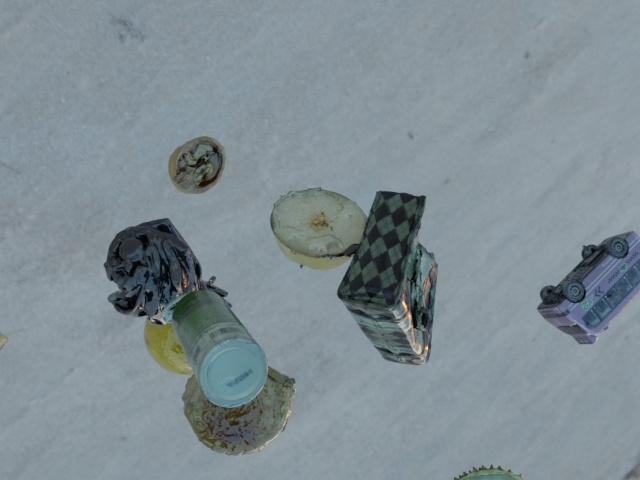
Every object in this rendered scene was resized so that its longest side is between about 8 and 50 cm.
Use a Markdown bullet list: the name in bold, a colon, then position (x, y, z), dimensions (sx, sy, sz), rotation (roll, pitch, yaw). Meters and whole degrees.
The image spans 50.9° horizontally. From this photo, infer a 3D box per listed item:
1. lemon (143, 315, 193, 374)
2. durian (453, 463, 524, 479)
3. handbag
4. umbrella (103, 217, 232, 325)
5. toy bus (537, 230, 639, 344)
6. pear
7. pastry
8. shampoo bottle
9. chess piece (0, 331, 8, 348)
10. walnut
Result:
- **lemon**: position (-0.346, 0.238, 1.765), dimensions (0.228, 0.228, 0.254), rotation (-13, 132, -33)
- **durian**: position (0.309, 0.514, 1.294), dimensions (0.252, 0.139, 0.144), rotation (-11, 130, -4)
- **handbag**: position (0.195, 0.094, 1.651), dimensions (0.416, 0.180, 0.317), rotation (58, 45, -56)
- **umbrella**: position (-0.169, 0.083, 0.879), dimensions (0.118, 0.118, 0.340), rotation (-39, 153, -4)
- **toy bus**: position (0.471, 0.079, 1.145), dimensions (0.199, 0.108, 0.096), rotation (-41, 180, -13)
- **pear**: position (-0.002, -0.001, 1.746), dimensions (0.266, 0.267, 0.178), rotation (-24, 146, -22)
- **pastry**: position (-0.193, 0.379, 1.580), dimensions (0.236, 0.257, 0.121), rotation (-58, -178, 4)
- **shampoo bottle**: position (-0.108, 0.090, 0.641), dimensions (0.065, 0.204, 0.065), rotation (-4, 103, -20)
- **chess piece**: position (-0.665, 0.173, 1.280), dimensions (0.066, 0.122, 0.066), rotation (-49, -173, 8)
- **walnut**: position (-0.217, -0.128, 1.142), dimensions (0.121, 0.052, 0.091), rotation (-40, 123, -40)
